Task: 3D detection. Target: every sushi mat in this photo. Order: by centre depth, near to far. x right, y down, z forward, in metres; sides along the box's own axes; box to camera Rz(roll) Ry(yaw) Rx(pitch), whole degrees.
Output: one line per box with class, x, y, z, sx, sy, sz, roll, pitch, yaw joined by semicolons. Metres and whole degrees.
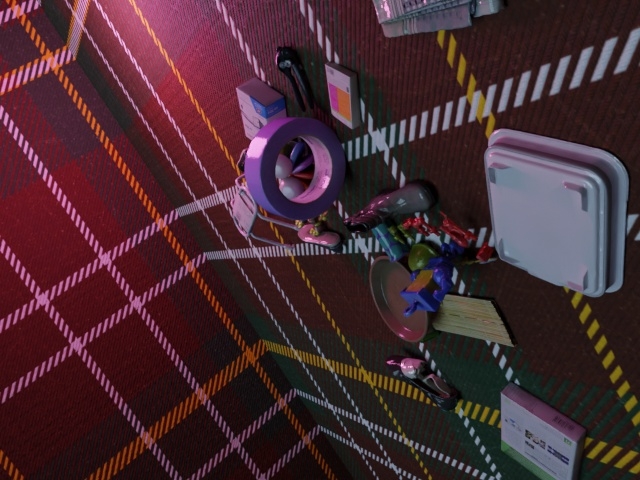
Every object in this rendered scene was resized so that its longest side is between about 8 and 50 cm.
sushi mat;0.395;0.210;1.636;0.316;0.019;0.151;2;124;61

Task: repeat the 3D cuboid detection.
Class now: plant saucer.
plant saucer;0.243;0.171;1.769;0.278;0.041;0.278;43;144;42

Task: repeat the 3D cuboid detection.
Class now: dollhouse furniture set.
dollhouse furniture set;0.308;0.238;1.833;0.076;0.058;0.152;90;157;-65

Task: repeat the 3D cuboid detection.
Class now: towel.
towel;0.154;-0.518;1.026;0.312;0.056;0.324;14;136;56

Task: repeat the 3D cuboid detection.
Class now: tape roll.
tape roll;-0.066;-0.196;1.604;0.090;0.274;0.275;17;138;54

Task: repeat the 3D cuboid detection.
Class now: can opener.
can opener;-0.064;-0.431;1.570;0.059;0.073;0.186;-17;117;24

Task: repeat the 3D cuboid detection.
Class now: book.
book;0.055;-0.361;1.460;0.096;0.035;0.144;39;153;36

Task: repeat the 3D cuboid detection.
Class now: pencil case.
pencil case;0.185;-0.013;1.658;0.152;0.064;0.070;56;141;-5

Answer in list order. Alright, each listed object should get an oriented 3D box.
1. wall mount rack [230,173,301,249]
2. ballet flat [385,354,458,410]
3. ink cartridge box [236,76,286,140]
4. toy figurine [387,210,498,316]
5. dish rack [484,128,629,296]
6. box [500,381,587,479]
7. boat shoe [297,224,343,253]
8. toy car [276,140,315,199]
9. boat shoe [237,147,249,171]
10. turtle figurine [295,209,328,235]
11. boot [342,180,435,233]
wall mount rack;-0.217;-0.091;2.237;0.304;0.130;0.350;53;157;8
ballet flat;0.351;0.462;1.995;0.280;0.095;0.096;33;141;19
ink cartridge box;-0.172;-0.377;1.796;0.139;0.082;0.191;39;151;30
toy figurine;0.238;0.084;1.445;0.191;0.217;0.362;36;166;-12
dish rack;0.439;-0.040;1.146;0.285;0.072;0.333;27;146;45
box;0.623;0.569;1.669;0.232;0.058;0.322;32;147;40
boat shoe;0.000;0.000;2.011;0.206;0.075;0.065;18;150;48
toy car;-0.061;-0.218;1.765;0.136;0.159;0.182;-15;114;28
boat shoe;-0.271;-0.285;2.148;0.042;0.049;0.133;57;153;12
turtle figurine;-0.071;-0.111;1.925;0.269;0.087;0.217;15;158;22
boot;0.168;-0.068;1.491;0.083;0.161;0.246;58;156;-12
